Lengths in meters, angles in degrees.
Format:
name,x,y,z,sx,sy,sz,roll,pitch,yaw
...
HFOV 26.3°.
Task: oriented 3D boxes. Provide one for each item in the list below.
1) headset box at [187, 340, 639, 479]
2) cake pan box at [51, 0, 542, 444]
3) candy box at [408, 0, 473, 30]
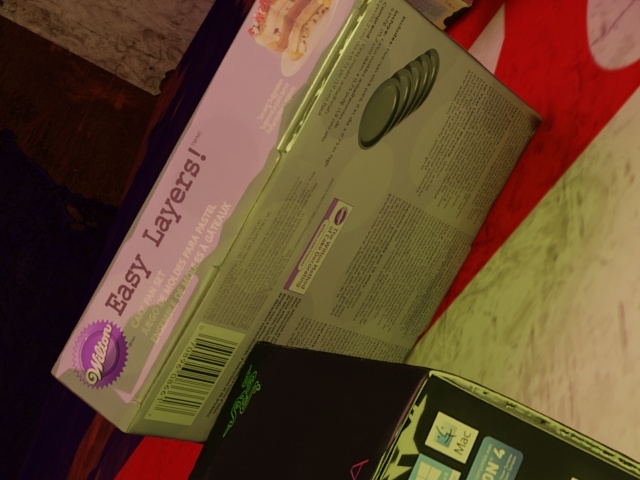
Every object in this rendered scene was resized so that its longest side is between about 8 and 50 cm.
name,x,y,z,sx,sy,sz,roll,pitch,yaw
headset box,0.002,0.179,0.580,0.246,0.131,0.283,-64,13,-8
cake pan box,0.000,0.000,0.764,0.070,0.246,0.267,32,96,32
candy box,0.078,-0.238,1.225,0.233,0.071,0.159,-36,29,64
